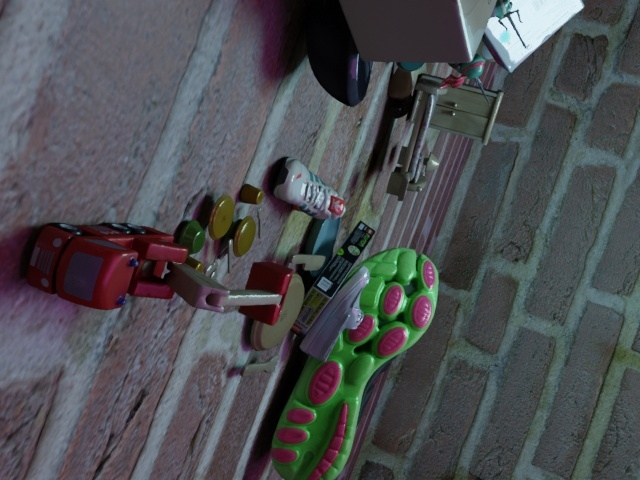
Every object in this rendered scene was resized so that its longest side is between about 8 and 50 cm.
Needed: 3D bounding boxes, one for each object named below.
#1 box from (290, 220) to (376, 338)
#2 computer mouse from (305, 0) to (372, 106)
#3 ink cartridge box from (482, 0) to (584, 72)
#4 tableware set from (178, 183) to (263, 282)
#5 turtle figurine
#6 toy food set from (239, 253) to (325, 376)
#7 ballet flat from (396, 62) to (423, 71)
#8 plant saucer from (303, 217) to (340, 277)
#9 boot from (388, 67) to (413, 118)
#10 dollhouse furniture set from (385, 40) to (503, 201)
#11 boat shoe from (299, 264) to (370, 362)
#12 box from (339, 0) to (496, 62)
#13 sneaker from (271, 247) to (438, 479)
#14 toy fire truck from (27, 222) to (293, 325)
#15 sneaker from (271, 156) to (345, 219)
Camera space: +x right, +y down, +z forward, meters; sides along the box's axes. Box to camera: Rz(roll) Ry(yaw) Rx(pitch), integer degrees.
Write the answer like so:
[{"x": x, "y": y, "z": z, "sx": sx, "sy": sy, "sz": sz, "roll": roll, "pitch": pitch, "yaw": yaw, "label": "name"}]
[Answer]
[{"x": 0.019, "y": 0.061, "z": 1.164, "sx": 0.114, "sy": 0.036, "sz": 0.207, "roll": -57, "pitch": 177, "yaw": 41, "label": "box"}, {"x": 0.032, "y": -0.270, "z": 0.807, "sx": 0.188, "sy": 0.072, "sz": 0.272, "roll": 82, "pitch": 19, "yaw": -57, "label": "computer mouse"}, {"x": 0.338, "y": -0.482, "z": 1.270, "sx": 0.186, "sy": 0.065, "sz": 0.311, "roll": -42, "pitch": 129, "yaw": 9, "label": "ink cartridge box"}, {"x": -0.104, "y": -0.010, "z": 0.730, "sx": 0.154, "sy": 0.024, "sz": 0.103, "roll": -51, "pitch": 153, "yaw": -48, "label": "tableware set"}, {"x": 0.240, "y": -0.350, "z": 1.154, "sx": 0.118, "sy": 0.234, "sz": 0.175, "roll": -15, "pitch": 165, "yaw": -27, "label": "turtle figurine"}, {"x": -0.066, "y": 0.099, "z": 0.990, "sx": 0.191, "sy": 0.039, "sz": 0.132, "roll": -66, "pitch": 159, "yaw": 5, "label": "toy food set"}, {"x": 0.151, "y": -0.376, "z": 1.118, "sx": 0.213, "sy": 0.072, "sz": 0.068, "roll": 95, "pitch": -7, "yaw": -46, "label": "ballet flat"}, {"x": 0.000, "y": 0.000, "z": 1.111, "sx": 0.119, "sy": 0.021, "sz": 0.119, "roll": 20, "pitch": 90, "yaw": -75, "label": "plant saucer"}, {"x": 0.152, "y": -0.281, "z": 1.274, "sx": 0.087, "sy": 0.042, "sz": 0.118, "roll": -62, "pitch": 165, "yaw": -51, "label": "boot"}, {"x": 0.259, "y": -0.245, "z": 1.320, "sx": 0.355, "sy": 0.174, "sz": 0.303, "roll": -61, "pitch": 165, "yaw": -68, "label": "dollhouse furniture set"}, {"x": 0.036, "y": 0.126, "z": 1.157, "sx": 0.184, "sy": 0.063, "sz": 0.066, "roll": -55, "pitch": 178, "yaw": 10, "label": "boat shoe"}, {"x": 0.067, "y": -0.313, "z": 0.594, "sx": 0.147, "sy": 0.121, "sz": 0.311, "roll": -67, "pitch": 149, "yaw": -24, "label": "box"}, {"x": 0.048, "y": 0.218, "z": 1.303, "sx": 0.482, "sy": 0.185, "sz": 0.202, "roll": -57, "pitch": -176, "yaw": -7, "label": "sneaker"}, {"x": -0.109, "y": 0.029, "z": 0.531, "sx": 0.192, "sy": 0.135, "sz": 0.047, "roll": -3, "pitch": 112, "yaw": -74, "label": "toy fire truck"}, {"x": -0.007, "y": -0.062, "z": 0.898, "sx": 0.161, "sy": 0.076, "sz": 0.057, "roll": 40, "pitch": 70, "yaw": -75, "label": "sneaker"}]
